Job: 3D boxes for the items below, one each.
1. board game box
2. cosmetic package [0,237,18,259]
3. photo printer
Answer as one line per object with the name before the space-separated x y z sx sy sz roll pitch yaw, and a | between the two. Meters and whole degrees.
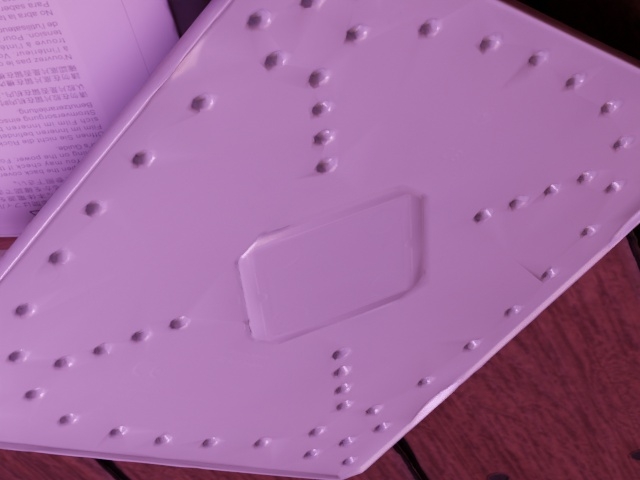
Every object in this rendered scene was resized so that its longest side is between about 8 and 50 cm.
board game box | 0.000 0.000 0.869 0.390 0.050 0.390 15 128 -44
cosmetic package | -0.222 0.048 1.037 0.296 0.129 0.153 -8 145 11
photo printer | -0.180 -0.113 0.830 0.256 0.107 0.307 -5 144 8
